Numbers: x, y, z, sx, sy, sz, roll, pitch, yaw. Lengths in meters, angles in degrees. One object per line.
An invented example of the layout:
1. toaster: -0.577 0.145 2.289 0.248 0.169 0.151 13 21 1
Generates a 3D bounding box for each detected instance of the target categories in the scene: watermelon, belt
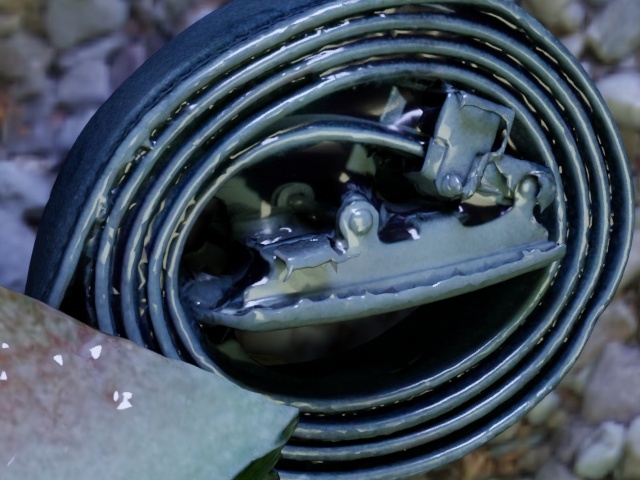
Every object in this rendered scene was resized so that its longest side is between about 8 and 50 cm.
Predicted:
1. watermelon: -0.184 0.099 0.719 0.302 0.264 0.151 29 59 -17
2. belt: 0.000 0.000 0.819 0.267 0.116 0.206 -23 106 -15

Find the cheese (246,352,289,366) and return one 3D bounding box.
1. cheese: -0.038 0.090 0.889 0.044 0.030 0.083 34 91 -28
